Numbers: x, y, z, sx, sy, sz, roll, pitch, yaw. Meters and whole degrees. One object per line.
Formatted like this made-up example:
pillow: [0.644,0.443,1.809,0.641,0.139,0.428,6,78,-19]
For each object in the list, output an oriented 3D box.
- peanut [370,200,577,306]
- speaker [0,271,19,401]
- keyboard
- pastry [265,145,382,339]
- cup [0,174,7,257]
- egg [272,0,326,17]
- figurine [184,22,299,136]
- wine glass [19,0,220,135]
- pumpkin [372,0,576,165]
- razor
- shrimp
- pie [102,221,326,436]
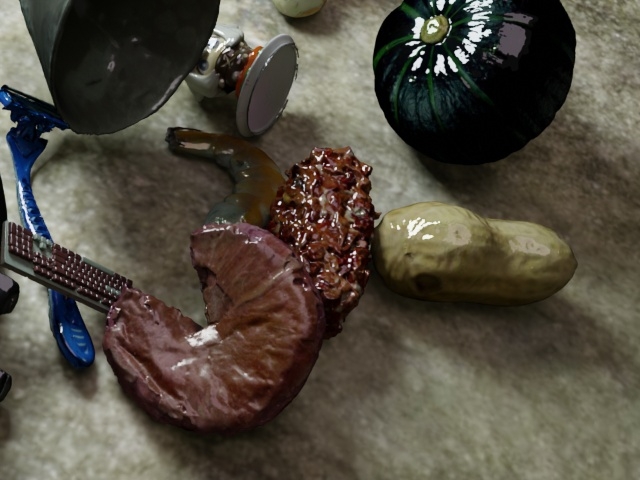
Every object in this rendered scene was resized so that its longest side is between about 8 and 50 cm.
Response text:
peanut: [0.172,0.018,1.372,0.236,0.120,0.110,7,38,-8]
speaker: [-0.414,0.090,1.067,0.254,0.232,0.184,25,54,2]
keyboard: [-0.248,0.034,1.235,0.166,0.017,0.055,31,42,-42]
pastry: [-0.002,-0.001,1.337,0.115,0.097,0.208,18,59,-21]
cup: [-0.402,-0.053,1.208,0.169,0.176,0.223,-23,66,-26]
egg: [-0.025,-0.320,1.580,0.083,0.071,0.071,-11,60,-26]
figurine: [-0.118,-0.205,1.454,0.153,0.132,0.132,26,51,17]
wine glass: [-0.339,-0.311,1.347,0.406,0.267,0.267,30,51,21]
pumpkin: [0.200,-0.198,1.489,0.248,0.248,0.248,8,54,-12]
razor: [-0.285,-0.008,1.294,0.093,0.056,0.324,20,47,-51]
shrimp: [-0.121,-0.065,1.386,0.166,0.049,0.161,32,50,7]
pie: [-0.101,0.087,1.228,0.204,0.054,0.219,36,81,10]
